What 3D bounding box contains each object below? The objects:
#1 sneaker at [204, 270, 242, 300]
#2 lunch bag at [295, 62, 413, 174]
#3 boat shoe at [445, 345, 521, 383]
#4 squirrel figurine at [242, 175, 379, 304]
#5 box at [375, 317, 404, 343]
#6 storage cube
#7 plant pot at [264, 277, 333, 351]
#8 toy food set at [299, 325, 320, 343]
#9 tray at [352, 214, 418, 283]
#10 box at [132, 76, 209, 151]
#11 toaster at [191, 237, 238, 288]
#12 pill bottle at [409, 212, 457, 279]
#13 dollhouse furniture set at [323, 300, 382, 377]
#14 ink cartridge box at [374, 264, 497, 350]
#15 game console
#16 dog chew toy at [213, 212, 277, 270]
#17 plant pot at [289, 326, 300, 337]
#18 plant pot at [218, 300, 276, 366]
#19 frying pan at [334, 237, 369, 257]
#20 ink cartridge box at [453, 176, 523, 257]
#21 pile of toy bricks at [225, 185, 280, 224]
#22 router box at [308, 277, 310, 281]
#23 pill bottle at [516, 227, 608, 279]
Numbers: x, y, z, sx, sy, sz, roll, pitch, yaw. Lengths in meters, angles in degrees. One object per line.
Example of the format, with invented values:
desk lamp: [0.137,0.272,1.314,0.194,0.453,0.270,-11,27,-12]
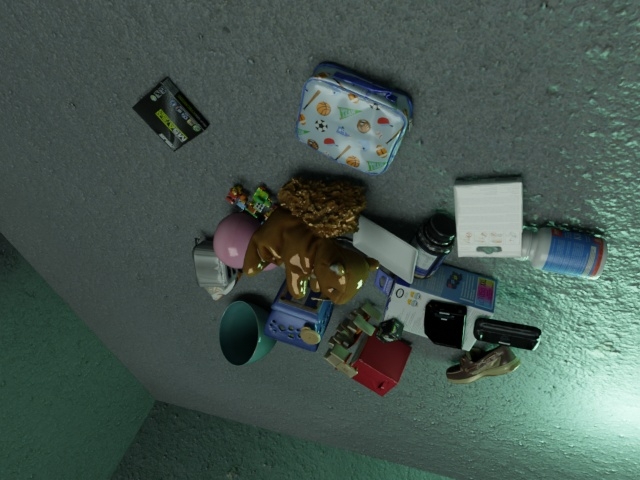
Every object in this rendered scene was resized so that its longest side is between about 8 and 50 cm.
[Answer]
sneaker: [-0.453,0.182,2.053,0.121,0.099,0.262,42,136,-14]
lunch bag: [0.091,-0.323,1.222,0.303,0.115,0.243,23,138,3]
boat shoe: [0.628,0.485,1.850,0.123,0.123,0.342,60,142,5]
squirrel figurine: [0.000,0.000,1.419,0.370,0.281,0.397,27,106,45]
box: [0.250,0.326,1.657,0.052,0.062,0.083,41,140,-18]
storage cube: [0.250,0.519,1.986,0.193,0.215,0.184,30,141,4]
plant pot: [-0.078,0.276,1.867,0.236,0.236,0.212,18,134,8]
toy food set: [-0.040,0.368,1.767,0.083,0.020,0.083,19,129,3]
tray: [0.211,0.017,1.502,0.270,0.030,0.145,35,138,37]
box: [-0.480,-0.397,1.473,0.184,0.045,0.191,-19,123,37]
toaster: [-0.434,0.091,1.901,0.146,0.129,0.227,4,111,17]
pill bottle: [0.347,0.018,1.454,0.122,0.123,0.219,23,139,2]
dollhouse furniture set: [0.135,0.414,1.886,0.135,0.259,0.262,37,141,0]
ink cartridge box: [0.380,0.211,1.625,0.395,0.151,0.270,15,140,8]
game console: [0.522,0.299,1.509,0.361,0.044,0.213,8,140,19]
dog chew toy: [-0.216,0.018,1.686,0.331,0.207,0.207,12,139,2]
plant pot: [-0.114,0.411,2.153,0.083,0.083,0.079,0,122,27]
plant pot: [-0.311,0.431,2.150,0.290,0.290,0.195,-17,161,39]
frying pan: [0.078,0.024,1.657,0.197,0.053,0.326,10,141,17]
ink cartridge box: [0.477,-0.063,1.302,0.181,0.056,0.225,0,115,25]
pile of toy bricks: [-0.217,-0.139,1.594,0.212,0.118,0.105,36,107,0]
router box: [0.040,0.128,1.719,0.179,0.046,0.133,16,144,10]
pill bottle: [0.673,0.031,1.305,0.221,0.124,0.124,12,138,14]
